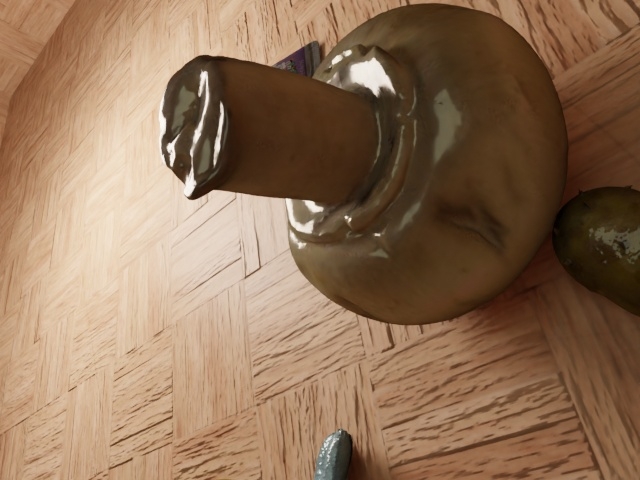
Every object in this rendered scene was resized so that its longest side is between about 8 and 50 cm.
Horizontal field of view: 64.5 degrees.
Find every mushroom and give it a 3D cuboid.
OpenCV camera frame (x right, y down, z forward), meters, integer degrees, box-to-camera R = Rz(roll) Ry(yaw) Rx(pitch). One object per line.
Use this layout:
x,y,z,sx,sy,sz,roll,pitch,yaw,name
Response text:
0.039,-0.083,0.460,0.314,0.336,0.314,-9,78,49,mushroom

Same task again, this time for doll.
0.015,0.297,0.528,0.120,0.075,0.179,112,180,-60,doll

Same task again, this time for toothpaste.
-0.123,-0.237,0.886,0.299,0.073,0.113,-21,60,29,toothpaste

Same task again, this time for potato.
0.250,0.007,0.403,0.138,0.070,0.091,39,104,46,potato

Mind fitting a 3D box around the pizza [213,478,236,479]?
-0.141,0.409,0.631,0.292,0.058,0.197,-31,55,32,pizza
